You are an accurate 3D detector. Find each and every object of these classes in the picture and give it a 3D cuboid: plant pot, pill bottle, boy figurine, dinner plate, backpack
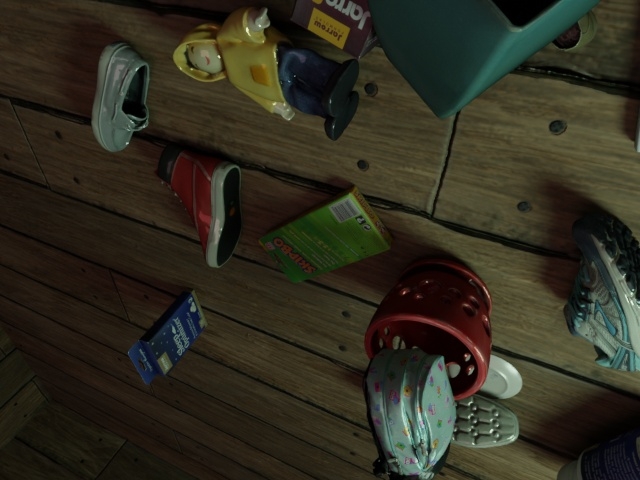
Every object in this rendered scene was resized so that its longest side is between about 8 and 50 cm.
[{"bbox_3d":[0.189,0.135,0.728,0.191,0.174,0.191,17,134,19],"label":"plant pot"},{"bbox_3d":[0.557,0.423,0.767,0.153,0.153,0.265,31,136,4],"label":"pill bottle"},{"bbox_3d":[0.142,-0.224,0.401,0.165,0.165,0.234,53,176,8],"label":"plant pot"},{"bbox_3d":[-0.085,-0.248,0.615,0.285,0.092,0.177,26,158,14],"label":"boy figurine"},{"bbox_3d":[0.327,0.276,0.880,0.141,0.017,0.141,15,132,18],"label":"dinner plate"},{"bbox_3d":[0.132,0.242,0.642,0.115,0.152,0.182,-7,109,27],"label":"backpack"}]

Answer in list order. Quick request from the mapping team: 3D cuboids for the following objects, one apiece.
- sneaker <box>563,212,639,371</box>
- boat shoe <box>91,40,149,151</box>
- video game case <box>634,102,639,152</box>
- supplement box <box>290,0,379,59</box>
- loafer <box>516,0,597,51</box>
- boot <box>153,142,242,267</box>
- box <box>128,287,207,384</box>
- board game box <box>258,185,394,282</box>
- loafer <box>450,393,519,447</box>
[{"bbox_3d":[0.398,0.091,0.617,0.122,0.110,0.283,-18,115,43],"label":"sneaker"},{"bbox_3d":[-0.360,-0.242,0.808,0.081,0.079,0.227,36,133,6],"label":"boat shoe"},{"bbox_3d":[0.434,-0.194,0.412,0.206,0.026,0.227,3,127,29],"label":"video game case"},{"bbox_3d":[0.050,-0.322,0.494,0.104,0.081,0.188,31,136,4],"label":"supplement box"},{"bbox_3d":[0.234,-0.258,0.460,0.148,0.050,0.056,41,136,-5],"label":"loafer"},{"bbox_3d":[-0.253,-0.069,0.890,0.176,0.088,0.244,21,126,15],"label":"boot"},{"bbox_3d":[-0.382,0.247,1.128,0.036,0.225,0.136,11,131,23],"label":"box"},{"bbox_3d":[0.000,0.000,0.829,0.259,0.039,0.124,-25,110,39],"label":"board game box"},{"bbox_3d":[0.263,0.377,0.952,0.319,0.112,0.111,-4,160,35],"label":"loafer"}]
